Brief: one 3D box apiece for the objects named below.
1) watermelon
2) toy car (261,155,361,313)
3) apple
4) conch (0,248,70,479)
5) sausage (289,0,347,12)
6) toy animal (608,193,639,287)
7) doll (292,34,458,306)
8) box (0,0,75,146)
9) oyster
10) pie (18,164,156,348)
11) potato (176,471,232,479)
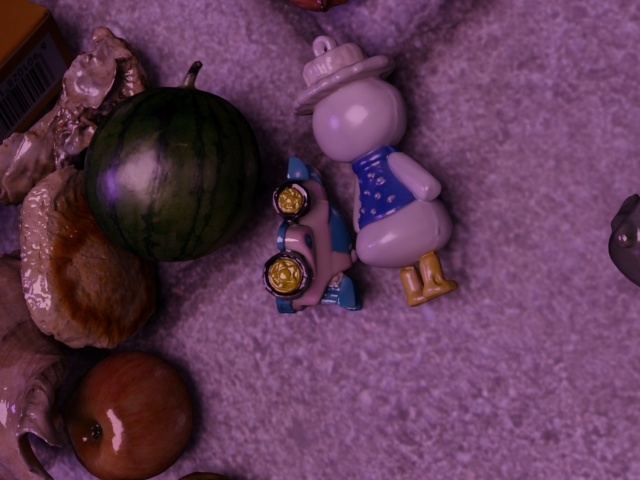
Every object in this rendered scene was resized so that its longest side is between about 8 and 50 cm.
[{"bbox_3d":[-0.156,-0.084,1.275,0.188,0.188,0.215,9,97,26],"label":"watermelon"},{"bbox_3d":[0.000,0.000,1.249,0.098,0.126,0.161,7,84,6],"label":"toy car"},{"bbox_3d":[-0.216,0.201,1.341,0.146,0.131,0.146,4,98,28],"label":"apple"},{"bbox_3d":[-0.371,0.164,1.349,0.186,0.324,0.263,-4,118,-8],"label":"conch"},{"bbox_3d":[-0.096,-0.309,1.303,0.304,0.078,0.078,21,100,25],"label":"sausage"},{"bbox_3d":[0.374,0.037,1.057,0.251,0.125,0.127,38,80,4],"label":"toy animal"},{"bbox_3d":[0.059,-0.075,1.213,0.138,0.119,0.293,-33,79,57],"label":"doll"},{"bbox_3d":[-0.515,-0.130,1.374,0.264,0.116,0.415,25,66,23],"label":"box"},{"bbox_3d":[-0.276,-0.125,1.368,0.107,0.161,0.233,35,98,1],"label":"oyster"},{"bbox_3d":[-0.257,0.019,1.327,0.084,0.179,0.205,-15,70,22],"label":"pie"},{"bbox_3d":[-0.130,0.344,1.305,0.137,0.137,0.176,-4,91,26],"label":"potato"}]
